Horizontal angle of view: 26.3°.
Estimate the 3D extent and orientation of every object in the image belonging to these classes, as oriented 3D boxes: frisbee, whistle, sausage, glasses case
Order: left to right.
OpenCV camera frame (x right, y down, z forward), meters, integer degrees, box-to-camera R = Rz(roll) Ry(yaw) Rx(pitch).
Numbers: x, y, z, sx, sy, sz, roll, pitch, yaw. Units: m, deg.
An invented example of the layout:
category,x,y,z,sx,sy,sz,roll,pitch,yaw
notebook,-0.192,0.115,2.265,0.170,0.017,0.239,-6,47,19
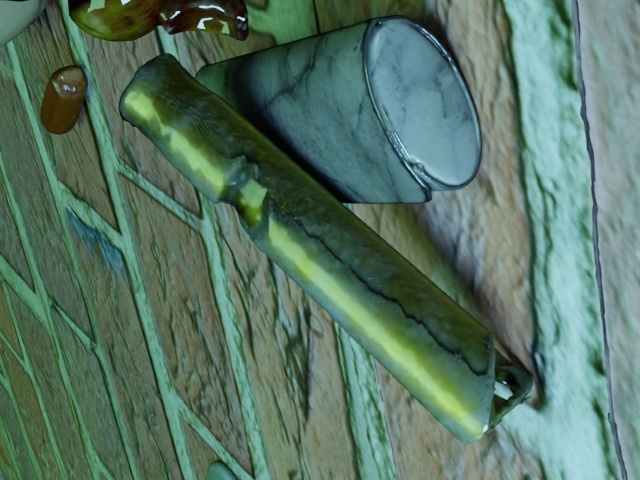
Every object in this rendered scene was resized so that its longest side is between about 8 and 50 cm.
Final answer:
category,x,y,z,sx,sy,sz,roll,pitch,yaw
sausage,-0.281,-0.154,1.496,0.041,0.039,0.131,66,159,9
frisbee,-0.102,0.304,1.567,0.110,0.014,0.110,48,151,39
glasses case,-0.003,-0.081,0.909,0.114,0.060,0.299,64,159,-12
whistle,0.000,-0.001,0.872,0.326,0.068,0.057,42,138,16

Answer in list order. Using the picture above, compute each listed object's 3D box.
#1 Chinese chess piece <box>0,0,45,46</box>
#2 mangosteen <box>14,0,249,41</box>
category,x,y,z,sx,sy,sz,roll,pitch,yaw
Chinese chess piece,-0.419,-0.362,1.478,0.338,0.140,0.338,48,150,39
mangosteen,-0.156,-0.260,0.814,0.347,0.307,0.307,41,166,-21
